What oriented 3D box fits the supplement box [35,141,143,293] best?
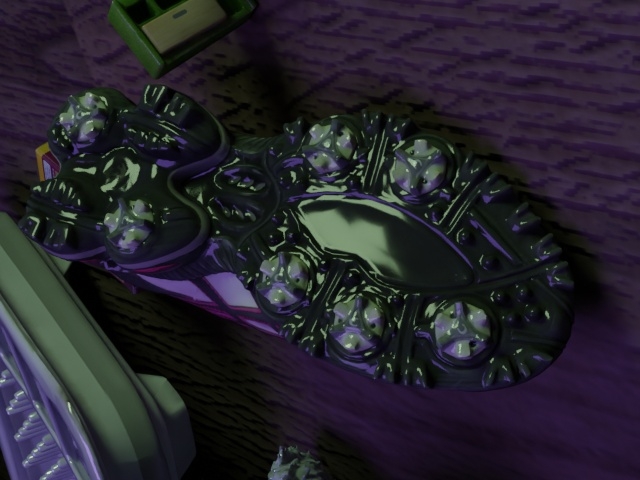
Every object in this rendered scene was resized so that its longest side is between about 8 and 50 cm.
[{"bbox_3d":[-0.112,-0.020,0.957,0.083,0.043,0.055,39,147,30],"label":"supplement box"}]

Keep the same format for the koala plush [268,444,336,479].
[{"bbox_3d":[-0.005,0.208,0.879,0.221,0.203,0.196,-132,59,-71],"label":"koala plush"}]

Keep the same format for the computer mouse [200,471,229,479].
[{"bbox_3d":[0.010,0.265,1.030,0.272,0.072,0.188,23,136,45],"label":"computer mouse"}]

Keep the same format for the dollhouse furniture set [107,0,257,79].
[{"bbox_3d":[-0.043,-0.130,0.723,0.076,0.058,0.151,52,151,6],"label":"dollhouse furniture set"}]

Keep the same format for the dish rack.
[{"bbox_3d":[-0.136,0.151,1.086,0.285,0.072,0.333,44,150,47],"label":"dish rack"}]

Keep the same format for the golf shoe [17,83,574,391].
[{"bbox_3d":[0.000,0.000,0.776,0.273,0.105,0.120,19,172,31],"label":"golf shoe"}]
